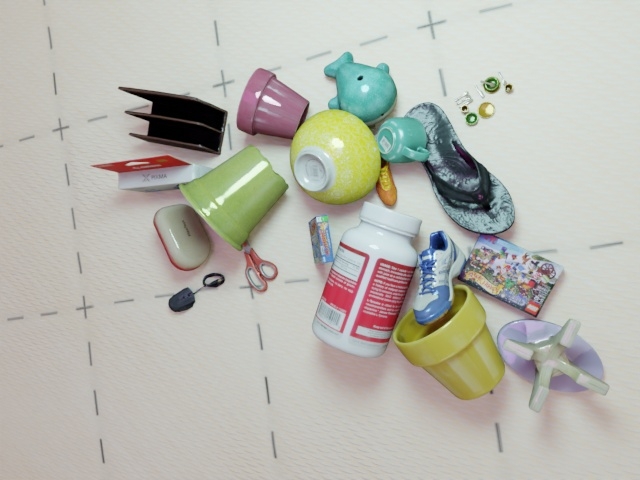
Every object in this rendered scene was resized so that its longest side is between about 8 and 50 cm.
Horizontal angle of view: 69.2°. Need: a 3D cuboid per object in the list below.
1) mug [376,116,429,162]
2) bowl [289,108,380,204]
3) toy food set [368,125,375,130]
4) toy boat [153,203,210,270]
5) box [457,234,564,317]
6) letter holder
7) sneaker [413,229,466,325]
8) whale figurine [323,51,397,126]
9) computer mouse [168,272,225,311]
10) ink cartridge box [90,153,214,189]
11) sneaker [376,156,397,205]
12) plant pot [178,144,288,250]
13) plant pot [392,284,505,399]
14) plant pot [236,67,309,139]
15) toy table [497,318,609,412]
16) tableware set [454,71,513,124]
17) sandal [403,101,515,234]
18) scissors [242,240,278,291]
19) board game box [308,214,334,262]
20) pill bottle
[{"bbox_3d":[0.228,-0.284,1.309,0.158,0.097,0.129,9,104,57],"label":"mug"},{"bbox_3d":[0.012,-0.220,1.346,0.289,0.156,0.289,17,124,27],"label":"bowl"},{"bbox_3d":[0.073,-0.358,1.444,0.192,0.038,0.132,-14,69,14],"label":"toy food set"},{"bbox_3d":[-0.485,-0.001,1.590,0.151,0.151,0.231,-35,79,45],"label":"toy boat"},{"bbox_3d":[0.530,0.091,1.306,0.233,0.044,0.159,27,98,15],"label":"box"},{"bbox_3d":[-0.499,-0.397,1.531,0.302,0.214,0.152,13,94,17],"label":"letter holder"},{"bbox_3d":[0.298,0.094,1.256,0.112,0.296,0.131,-19,117,40],"label":"sneaker"},{"bbox_3d":[0.106,-0.467,1.368,0.216,0.141,0.272,-34,65,5],"label":"whale figurine"},{"bbox_3d":[-0.436,0.180,1.611,0.242,0.041,0.071,-32,81,15],"label":"computer mouse"},{"bbox_3d":[-0.541,-0.212,1.523,0.296,0.261,0.066,-4,89,18],"label":"ink cartridge box"},{"bbox_3d":[0.188,-0.188,1.398,0.064,0.067,0.175,-15,88,15],"label":"sneaker"},{"bbox_3d":[-0.249,-0.152,1.447,0.254,0.276,0.276,-42,79,-1],"label":"plant pot"},{"bbox_3d":[0.367,0.289,1.268,0.254,0.254,0.239,-37,96,14],"label":"plant pot"},{"bbox_3d":[-0.139,-0.406,1.442,0.180,0.201,0.201,22,97,0],"label":"plant pot"},{"bbox_3d":[0.611,0.315,1.225,0.274,0.161,0.252,12,94,18],"label":"toy table"},{"bbox_3d":[0.472,-0.405,1.328,0.154,0.024,0.104,-30,82,15],"label":"tableware set"},{"bbox_3d":[0.370,-0.200,1.304,0.167,0.107,0.445,-37,75,14],"label":"sandal"},{"bbox_3d":[-0.253,0.034,1.562,0.109,0.021,0.297,-40,80,14],"label":"scissors"},{"bbox_3d":[0.000,0.000,1.392,0.035,0.201,0.136,-8,88,-8],"label":"board game box"},{"bbox_3d":[0.141,0.106,1.332,0.229,0.229,0.407,21,97,16],"label":"pill bottle"}]
